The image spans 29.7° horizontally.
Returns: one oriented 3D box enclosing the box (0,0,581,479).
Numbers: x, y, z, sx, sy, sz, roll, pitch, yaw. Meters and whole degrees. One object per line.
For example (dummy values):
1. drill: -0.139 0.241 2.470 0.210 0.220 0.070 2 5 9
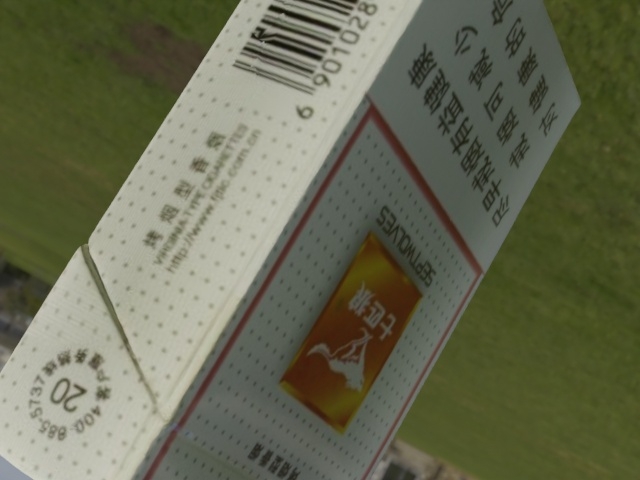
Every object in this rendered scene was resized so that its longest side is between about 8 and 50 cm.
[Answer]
1. box: 0.000 0.000 0.607 0.095 0.330 0.210 23 167 31
